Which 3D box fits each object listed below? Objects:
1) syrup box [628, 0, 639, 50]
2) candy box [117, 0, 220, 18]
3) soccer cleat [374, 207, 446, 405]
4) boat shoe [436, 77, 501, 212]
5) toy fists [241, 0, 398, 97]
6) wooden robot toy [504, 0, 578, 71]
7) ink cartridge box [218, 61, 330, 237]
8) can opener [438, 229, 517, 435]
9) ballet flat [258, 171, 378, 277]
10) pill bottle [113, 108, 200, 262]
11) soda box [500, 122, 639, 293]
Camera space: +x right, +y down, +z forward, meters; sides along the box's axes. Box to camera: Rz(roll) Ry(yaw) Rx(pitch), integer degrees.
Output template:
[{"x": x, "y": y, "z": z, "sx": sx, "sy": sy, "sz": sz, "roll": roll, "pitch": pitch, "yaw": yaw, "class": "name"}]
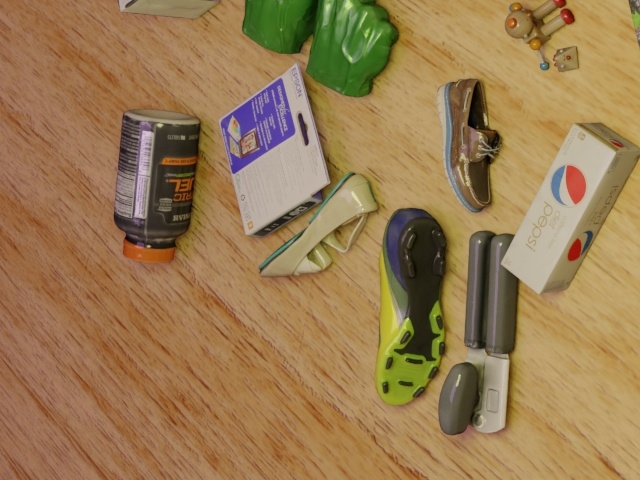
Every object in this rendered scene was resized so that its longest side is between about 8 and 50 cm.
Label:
[{"x": 0.413, "y": -0.322, "z": 1.494, "sx": 0.096, "sy": 0.093, "sz": 0.237, "roll": -18, "pitch": 82, "yaw": 43, "class": "syrup box"}, {"x": -0.264, "y": -0.463, "z": 2.062, "sx": 0.070, "sy": 0.165, "sz": 0.196, "roll": -26, "pitch": 76, "yaw": 40, "class": "candy box"}, {"x": 0.123, "y": 0.092, "z": 1.829, "sx": 0.121, "sy": 0.093, "sz": 0.289, "roll": -132, "pitch": 45, "yaw": -66, "class": "soccer cleat"}, {"x": 0.204, "y": -0.130, "z": 1.726, "sx": 0.066, "sy": 0.066, "sz": 0.183, "roll": -17, "pitch": 82, "yaw": 41, "class": "boat shoe"}, {"x": -0.001, "y": -0.329, "z": 1.882, "sx": 0.279, "sy": 0.096, "sz": 0.142, "roll": 37, "pitch": 128, "yaw": 33, "class": "toy fists"}, {"x": 0.267, "y": -0.289, "z": 1.644, "sx": 0.076, "sy": 0.079, "sz": 0.173, "roll": -38, "pitch": 69, "yaw": 39, "class": "wooden robot toy"}, {"x": -0.062, "y": -0.137, "z": 1.975, "sx": 0.208, "sy": 0.045, "sz": 0.206, "roll": -30, "pitch": 67, "yaw": 43, "class": "ink cartridge box"}, {"x": 0.219, "y": 0.128, "z": 1.728, "sx": 0.074, "sy": 0.093, "sz": 0.280, "roll": 10, "pitch": 96, "yaw": 43, "class": "can opener"}, {"x": 0.000, "y": 0.000, "z": 1.927, "sx": 0.248, "sy": 0.086, "sz": 0.086, "roll": -46, "pitch": 64, "yaw": 35, "class": "ballet flat"}, {"x": -0.275, "y": -0.089, "z": 2.134, "sx": 0.130, "sy": 0.130, "sz": 0.246, "roll": 18, "pitch": 107, "yaw": 41, "class": "pill bottle"}, {"x": 0.316, "y": -0.041, "z": 1.629, "sx": 0.074, "sy": 0.069, "sz": 0.216, "roll": 41, "pitch": 120, "yaw": 32, "class": "soda box"}]
